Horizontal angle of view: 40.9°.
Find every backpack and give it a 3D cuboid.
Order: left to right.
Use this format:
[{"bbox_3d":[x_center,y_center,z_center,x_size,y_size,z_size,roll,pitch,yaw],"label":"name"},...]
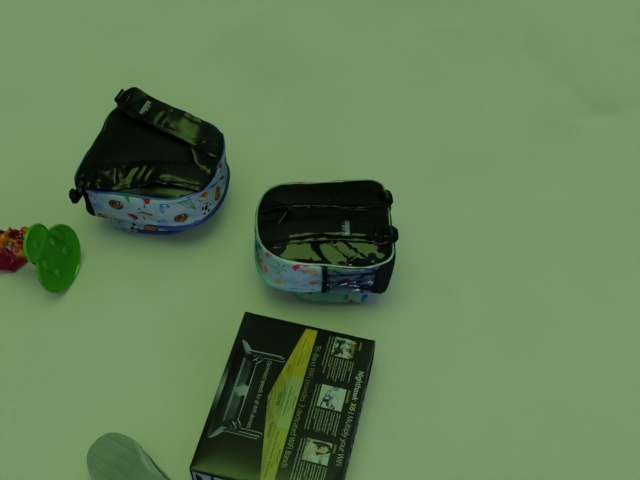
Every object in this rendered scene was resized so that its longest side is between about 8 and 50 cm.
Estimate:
[{"bbox_3d":[-0.312,-0.131,1.683,0.263,0.213,0.277,8,59,15],"label":"backpack"},{"bbox_3d":[0.000,0.000,1.600,0.253,0.191,0.225,3,50,-8],"label":"backpack"}]

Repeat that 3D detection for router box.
[{"bbox_3d":[-0.056,0.289,1.453,0.242,0.081,0.309,12,54,8],"label":"router box"}]

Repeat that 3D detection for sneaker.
[{"bbox_3d":[-0.284,0.399,1.367,0.094,0.091,0.258,-41,43,-21],"label":"sneaker"}]

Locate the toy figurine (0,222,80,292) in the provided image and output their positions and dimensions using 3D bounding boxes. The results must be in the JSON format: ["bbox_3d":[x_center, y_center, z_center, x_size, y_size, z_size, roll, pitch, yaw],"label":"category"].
[{"bbox_3d":[-0.566,0.018,1.611,0.159,0.173,0.130,6,70,19],"label":"toy figurine"}]
